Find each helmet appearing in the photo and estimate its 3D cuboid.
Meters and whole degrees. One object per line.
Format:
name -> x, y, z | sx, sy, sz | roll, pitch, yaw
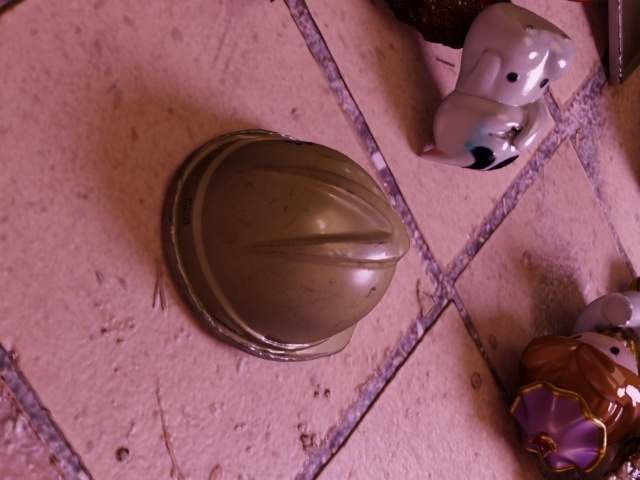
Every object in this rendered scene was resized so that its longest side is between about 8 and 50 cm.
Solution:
helmet -> 0.005, 0.000, 1.161 | 0.258, 0.137, 0.204 | 16, 71, -46

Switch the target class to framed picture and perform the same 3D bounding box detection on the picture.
framed picture -> 0.406, -0.367, 1.696 | 0.211, 0.020, 0.289 | -45, 137, -43

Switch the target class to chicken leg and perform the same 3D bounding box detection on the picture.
chicken leg -> 0.125, -0.253, 1.403 | 0.234, 0.063, 0.105 | 22, 72, -47

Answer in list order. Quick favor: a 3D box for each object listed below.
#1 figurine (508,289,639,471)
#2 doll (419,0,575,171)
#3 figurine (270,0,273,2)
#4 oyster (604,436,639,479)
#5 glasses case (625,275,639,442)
figurine -> 0.306, 0.147, 1.474 | 0.263, 0.142, 0.189 | -28, 125, -47
doll -> 0.181, -0.150, 1.375 | 0.110, 0.107, 0.180 | 9, 107, -38
figurine -> -0.041, -0.306, 1.198 | 0.153, 0.132, 0.132 | 55, 46, -9
oyster -> 0.366, 0.279, 1.494 | 0.223, 0.083, 0.214 | 6, 121, -52
glasses case -> 0.400, 0.156, 1.630 | 0.079, 0.064, 0.234 | 15, 71, -33
